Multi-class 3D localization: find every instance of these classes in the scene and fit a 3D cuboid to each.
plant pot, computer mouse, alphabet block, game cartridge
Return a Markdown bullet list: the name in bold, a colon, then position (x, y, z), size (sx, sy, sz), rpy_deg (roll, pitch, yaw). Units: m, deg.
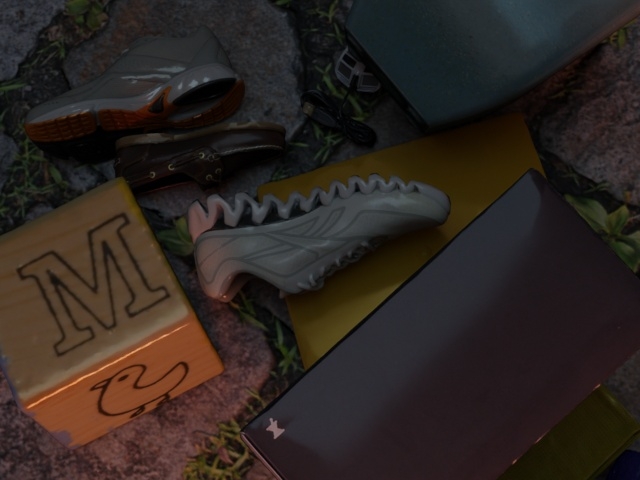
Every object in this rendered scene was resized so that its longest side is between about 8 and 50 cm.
- **plant pot**: position (0.165, -0.253, 1.445), size (0.252, 0.247, 0.248), rpy_deg (-40, 90, 2)
- **computer mouse**: position (0.059, -0.210, 1.568), size (0.106, 0.042, 0.193), rpy_deg (26, 77, 20)
- **alphabet block**: position (-0.241, 0.081, 1.393), size (0.197, 0.192, 0.193), rpy_deg (-28, 69, -5)
- **game cartridge**: position (0.115, 0.024, 1.461), size (0.324, 0.052, 0.285), rpy_deg (-16, 66, 2)

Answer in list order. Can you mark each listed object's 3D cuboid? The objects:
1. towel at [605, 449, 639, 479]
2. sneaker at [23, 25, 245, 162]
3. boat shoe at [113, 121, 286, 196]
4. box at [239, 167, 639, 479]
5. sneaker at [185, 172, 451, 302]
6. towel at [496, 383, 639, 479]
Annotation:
- **towel**: position (0.323, 0.386, 1.274), size (0.228, 0.076, 0.308), rpy_deg (30, 75, 13)
- **sneaker**: position (-0.229, -0.181, 1.563), size (0.263, 0.099, 0.121), rpy_deg (-15, 59, -9)
- **boat shoe**: position (-0.140, -0.090, 1.521), size (0.207, 0.073, 0.073), rpy_deg (-8, 68, 10)
- **box**: position (0.115, 0.127, 1.229), size (0.343, 0.312, 0.179), rpy_deg (-42, 85, -2)
- **sneaker**: position (0.000, 0.000, 1.410), size (0.292, 0.110, 0.118), rpy_deg (-9, 74, 13)
- **towel**: position (0.211, 0.236, 1.334), size (0.237, 0.021, 0.102), rpy_deg (-44, 70, 7)
